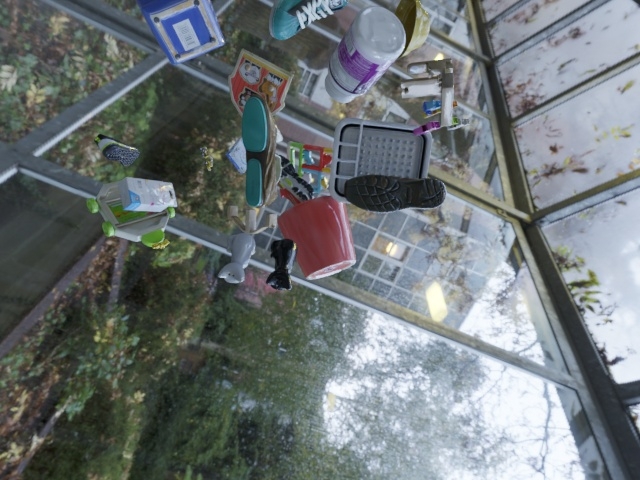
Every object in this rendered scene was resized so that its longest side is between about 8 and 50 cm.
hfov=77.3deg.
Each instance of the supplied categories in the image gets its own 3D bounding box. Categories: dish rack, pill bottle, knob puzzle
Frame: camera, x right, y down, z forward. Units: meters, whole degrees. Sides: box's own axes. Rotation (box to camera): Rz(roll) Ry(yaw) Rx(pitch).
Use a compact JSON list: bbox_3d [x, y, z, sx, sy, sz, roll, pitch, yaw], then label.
[{"bbox_3d":[0.203,-0.265,1.393,0.072,0.333,0.285,-97,-168,-79],"label":"dish rack"},{"bbox_3d":[0.123,-0.566,1.266,0.301,0.169,0.169,-27,-139,67],"label":"pill bottle"},{"bbox_3d":[-0.199,-0.456,1.232,0.213,0.213,0.030,-62,-176,27],"label":"knob puzzle"}]

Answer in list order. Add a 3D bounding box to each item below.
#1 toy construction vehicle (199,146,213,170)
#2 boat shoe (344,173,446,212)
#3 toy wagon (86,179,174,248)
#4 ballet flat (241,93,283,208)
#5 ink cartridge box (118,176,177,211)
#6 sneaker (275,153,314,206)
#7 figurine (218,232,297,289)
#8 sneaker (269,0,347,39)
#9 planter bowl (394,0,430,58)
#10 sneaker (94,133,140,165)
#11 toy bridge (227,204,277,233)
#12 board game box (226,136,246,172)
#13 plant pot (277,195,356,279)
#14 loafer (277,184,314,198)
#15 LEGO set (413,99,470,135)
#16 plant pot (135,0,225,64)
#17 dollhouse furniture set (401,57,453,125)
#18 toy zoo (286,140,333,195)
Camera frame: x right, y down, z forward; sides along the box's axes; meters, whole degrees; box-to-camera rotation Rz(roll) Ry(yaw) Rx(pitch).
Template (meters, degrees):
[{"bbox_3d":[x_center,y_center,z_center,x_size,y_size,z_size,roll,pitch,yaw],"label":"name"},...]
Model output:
[{"bbox_3d":[-0.454,-0.337,1.609,0.086,0.035,0.098,-132,-156,-60],"label":"toy construction vehicle"},{"bbox_3d":[0.237,-0.153,1.305,0.120,0.325,0.122,-109,-157,-77],"label":"boat shoe"},{"bbox_3d":[-0.706,-0.091,1.546,0.267,0.344,0.068,-26,163,-43],"label":"toy wagon"},{"bbox_3d":[-0.170,-0.270,1.241,0.124,0.116,0.342,-23,119,-51],"label":"ballet flat"},{"bbox_3d":[-0.626,-0.163,1.458,0.062,0.181,0.104,-24,-103,33],"label":"ink cartridge box"},{"bbox_3d":[-0.144,-0.227,1.583,0.107,0.279,0.118,-28,162,-35],"label":"sneaker"},{"bbox_3d":[-0.179,0.068,1.161,0.209,0.215,0.092,-91,-170,-62],"label":"figurine"},{"bbox_3d":[-0.006,-0.634,1.040,0.302,0.121,0.108,-50,159,-4],"label":"sneaker"},{"bbox_3d":[0.340,-0.779,1.474,0.217,0.091,0.216,-179,-90,-74],"label":"planter bowl"},{"bbox_3d":[-0.762,-0.350,1.500,0.084,0.097,0.235,-44,-178,-3],"label":"sneaker"},{"bbox_3d":[-0.179,-0.049,1.036,0.188,0.026,0.063,14,-76,42],"label":"toy bridge"},{"bbox_3d":[-0.281,-0.301,1.418,0.020,0.090,0.090,5,-126,37],"label":"board game box"},{"bbox_3d":[0.000,0.000,1.480,0.275,0.275,0.243,-46,-120,62],"label":"plant pot"},{"bbox_3d":[-0.146,-0.258,1.878,0.092,0.269,0.101,-40,163,-34],"label":"loafer"},{"bbox_3d":[0.338,-0.363,1.183,0.093,0.227,0.086,-10,-84,48],"label":"LEGO set"},{"bbox_3d":[-0.468,-0.751,1.351,0.236,0.236,0.212,70,-6,-56],"label":"plant pot"},{"bbox_3d":[0.255,-0.362,0.977,0.144,0.123,0.151,66,29,-57],"label":"dollhouse furniture set"},{"bbox_3d":[0.000,-0.285,1.629,0.030,0.294,0.192,-50,149,-57],"label":"toy zoo"}]
